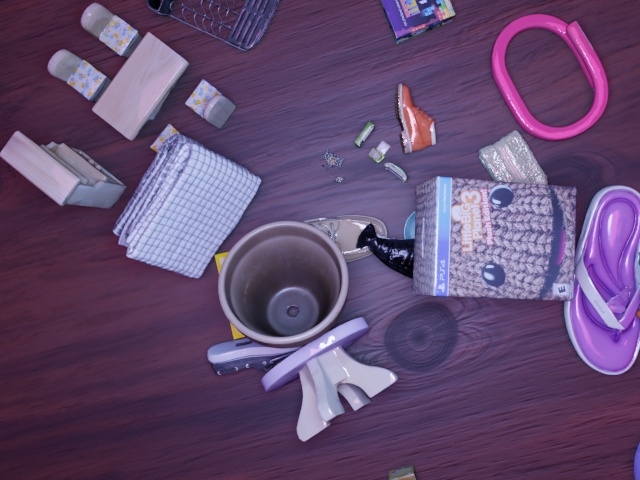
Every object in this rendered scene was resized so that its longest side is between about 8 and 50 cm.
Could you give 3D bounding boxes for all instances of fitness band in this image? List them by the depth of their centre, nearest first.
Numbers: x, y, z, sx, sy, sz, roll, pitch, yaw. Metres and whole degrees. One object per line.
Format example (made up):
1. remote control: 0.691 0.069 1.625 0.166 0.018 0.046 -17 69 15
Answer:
1. fitness band: 0.503 -0.363 1.395 0.209 0.054 0.290 -28 87 8

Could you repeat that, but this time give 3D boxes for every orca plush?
1. orca plush: 0.226 0.037 1.364 0.287 0.102 0.151 27 109 -15

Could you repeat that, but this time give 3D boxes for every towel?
1. towel: -0.294 -0.072 1.388 0.121 0.235 0.283 37 97 34
2. towel: 0.434 -0.164 1.413 0.110 0.027 0.148 -30 87 5

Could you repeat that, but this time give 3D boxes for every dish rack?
1. dish rack: -0.239 -0.573 1.459 0.272 0.074 0.208 26 94 5

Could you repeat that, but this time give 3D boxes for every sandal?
1. sandal: 0.624 0.087 1.357 0.170 0.102 0.415 1 91 6

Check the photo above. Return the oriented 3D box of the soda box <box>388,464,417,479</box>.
1. soda box: 0.209 0.613 1.429 0.061 0.058 0.181 -17 89 6

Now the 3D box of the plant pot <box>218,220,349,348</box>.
1. plant pot: -0.068 0.124 1.342 0.263 0.229 0.262 -1 65 3

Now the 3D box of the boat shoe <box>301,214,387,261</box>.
1. boat shoe: 0.000 0.000 1.425 0.303 0.098 0.109 -3 90 6

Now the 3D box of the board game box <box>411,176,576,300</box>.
1. board game box: 0.347 0.002 1.277 0.291 0.141 0.231 2 87 -9

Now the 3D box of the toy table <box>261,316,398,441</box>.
1. toy table: 0.021 0.306 1.371 0.274 0.252 0.160 -40 70 24

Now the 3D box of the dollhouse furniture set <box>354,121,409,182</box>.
1. dollhouse furniture set: 0.152 -0.196 1.419 0.152 0.076 0.058 38 95 5

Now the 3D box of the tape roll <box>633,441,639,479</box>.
1. tape roll: 0.829 0.507 1.347 0.275 0.090 0.274 0 91 7

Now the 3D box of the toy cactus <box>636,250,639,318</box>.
1. toy cactus: 0.719 0.092 1.312 0.219 0.112 0.180 -46 115 -17

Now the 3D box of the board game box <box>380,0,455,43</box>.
1. board game box: 0.208 -0.555 1.424 0.141 0.048 0.170 -21 88 5

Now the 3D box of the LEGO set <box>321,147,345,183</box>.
1. LEGO set: 0.030 -0.175 1.463 0.054 0.023 0.083 0 104 8

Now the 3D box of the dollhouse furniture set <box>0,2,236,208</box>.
1. dollhouse furniture set: -0.464 -0.278 1.394 0.362 0.256 0.394 38 94 4

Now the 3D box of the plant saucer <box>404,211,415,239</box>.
1. plant saucer: 0.251 -0.018 1.437 0.120 0.021 0.119 0 90 6

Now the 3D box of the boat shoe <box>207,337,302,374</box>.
1. boat shoe: -0.146 0.270 1.459 0.229 0.080 0.076 -11 109 2

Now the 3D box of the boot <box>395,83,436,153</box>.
1. boot: 0.214 -0.281 1.424 0.085 0.059 0.157 -12 98 3

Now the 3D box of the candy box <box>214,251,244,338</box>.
1. candy box: -0.176 0.122 1.482 0.105 0.027 0.205 -14 89 8
